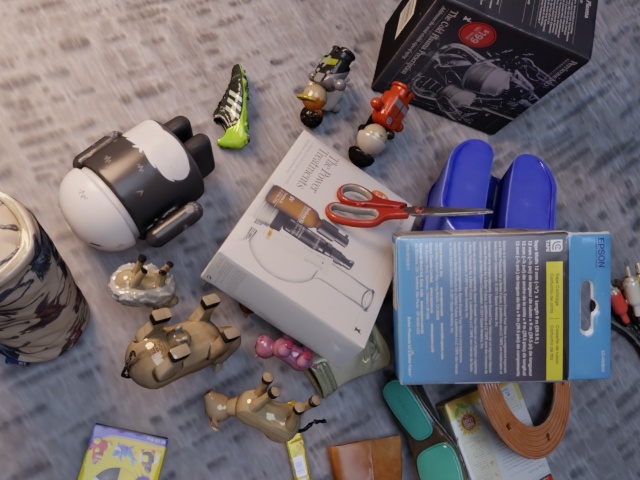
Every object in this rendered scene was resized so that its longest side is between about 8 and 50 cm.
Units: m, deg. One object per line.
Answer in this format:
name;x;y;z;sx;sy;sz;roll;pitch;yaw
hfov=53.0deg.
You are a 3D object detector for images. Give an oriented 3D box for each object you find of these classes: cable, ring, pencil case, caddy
cable;0.703;0.199;1.414;0.140;0.072;0.287;-23;84;-14
ring;0.397;0.255;1.268;0.337;0.032;0.336;17;64;-40
pencil case;-0.461;0.065;0.926;0.184;0.410;0.159;-14;71;-15
caddy;0.331;-0.038;1.288;0.241;0.179;0.341;18;51;3

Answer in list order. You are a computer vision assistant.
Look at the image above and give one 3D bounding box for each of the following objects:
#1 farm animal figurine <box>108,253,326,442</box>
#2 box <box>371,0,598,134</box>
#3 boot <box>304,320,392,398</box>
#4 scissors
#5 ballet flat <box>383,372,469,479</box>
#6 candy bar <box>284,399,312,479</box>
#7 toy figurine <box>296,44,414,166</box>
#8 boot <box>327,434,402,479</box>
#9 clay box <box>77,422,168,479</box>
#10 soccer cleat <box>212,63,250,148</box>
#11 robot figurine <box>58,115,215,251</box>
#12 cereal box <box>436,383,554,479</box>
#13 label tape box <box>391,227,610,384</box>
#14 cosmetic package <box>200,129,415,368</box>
farm animal figurine;-0.181;0.193;1.083;0.327;0.172;0.330;5;49;-35
box;0.317;-0.404;1.300;0.313;0.343;0.178;17;71;-11
boot;0.023;0.173;1.221;0.165;0.077;0.213;-24;85;-18
scissors;0.159;-0.045;1.146;0.297;0.021;0.109;11;42;5
ballet flat;0.213;0.375;1.209;0.096;0.095;0.280;2;62;-61
candy bar;-0.047;0.378;1.180;0.040;0.018;0.161;-11;81;-15
toy figurine;0.059;-0.256;1.265;0.210;0.213;0.148;32;87;-3
boot;0.148;0.508;1.190;0.264;0.096;0.280;1;66;-13
clay box;-0.343;0.428;1.063;0.128;0.053;0.222;15;72;-12
soccer cleat;-0.178;-0.269;1.278;0.072;0.060;0.178;-1;77;-4
robot figurine;-0.320;-0.100;1.136;0.278;0.209;0.173;-41;120;-21
cereal box;0.349;0.410;1.272;0.173;0.047;0.240;-16;82;-19
label tape box;0.298;0.107;1.090;0.348;0.115;0.249;-2;94;0
cosmetic package;0.000;0.000;1.170;0.284;0.097;0.377;35;45;-8
